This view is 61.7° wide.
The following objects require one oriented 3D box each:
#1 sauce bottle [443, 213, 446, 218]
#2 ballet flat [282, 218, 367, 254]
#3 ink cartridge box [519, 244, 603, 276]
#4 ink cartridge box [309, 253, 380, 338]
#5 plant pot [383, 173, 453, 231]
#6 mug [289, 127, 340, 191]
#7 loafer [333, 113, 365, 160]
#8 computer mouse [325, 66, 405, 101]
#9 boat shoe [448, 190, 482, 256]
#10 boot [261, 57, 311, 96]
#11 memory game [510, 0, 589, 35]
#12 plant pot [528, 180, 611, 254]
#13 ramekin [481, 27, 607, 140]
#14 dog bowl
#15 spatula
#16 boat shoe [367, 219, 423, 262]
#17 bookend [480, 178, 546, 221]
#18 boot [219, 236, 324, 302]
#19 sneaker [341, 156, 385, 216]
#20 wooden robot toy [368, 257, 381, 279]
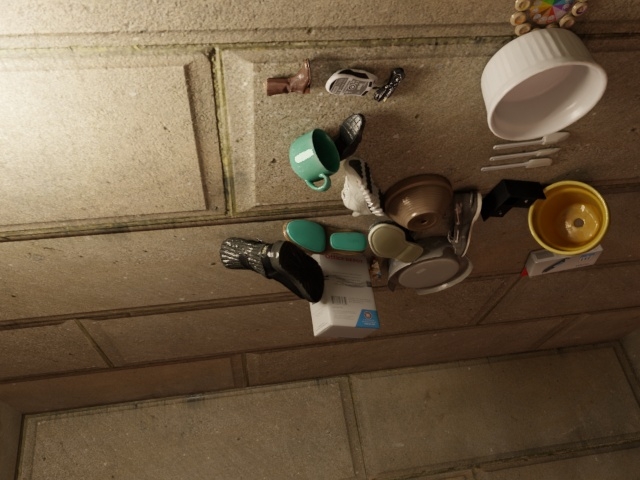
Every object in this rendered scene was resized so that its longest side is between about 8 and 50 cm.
[{"bbox_3d":[0.383,-0.075,1.906,0.128,0.042,0.042,-12,150,8],"label":"sauce bottle"},{"bbox_3d":[0.000,0.000,1.876,0.342,0.116,0.124,5,166,-32],"label":"ballet flat"},{"bbox_3d":[1.073,0.106,2.409,0.296,0.066,0.261,-11,149,2],"label":"ink cartridge box"},{"bbox_3d":[0.077,0.203,2.026,0.223,0.307,0.129,9,147,-30],"label":"ink cartridge box"},{"bbox_3d":[0.329,-0.106,1.769,0.237,0.109,0.237,-7,149,-4],"label":"plant pot"},{"bbox_3d":[-0.025,-0.212,1.428,0.097,0.157,0.129,-22,125,31],"label":"mug"},{"bbox_3d":[0.085,-0.283,1.451,0.061,0.062,0.170,-19,161,-31],"label":"loafer"},{"bbox_3d":[0.100,-0.383,1.290,0.193,0.042,0.106,-1,154,-27],"label":"computer mouse"},{"bbox_3d":[0.497,-0.060,1.918,0.096,0.112,0.335,6,145,6],"label":"boat shoe"},{"bbox_3d":[-0.080,-0.379,1.250,0.114,0.037,0.106,-2,147,-5],"label":"boot"},{"bbox_3d":[0.520,-0.524,1.201,0.186,0.012,0.186,-8,151,-5],"label":"memory game"},{"bbox_3d":[0.893,-0.071,1.893,0.254,0.254,0.239,-29,161,30],"label":"plant pot"},{"bbox_3d":[0.532,-0.382,1.315,0.277,0.135,0.277,-8,153,-4],"label":"ramekin"},{"bbox_3d":[0.430,0.105,2.171,0.349,0.102,0.348,-8,150,-5],"label":"dog bowl"},{"bbox_3d":[0.634,-0.273,1.672,0.242,0.019,0.168,-6,156,-5],"label":"spatula"},{"bbox_3d":[0.249,-0.016,1.900,0.127,0.113,0.340,-46,144,20],"label":"boat shoe"},{"bbox_3d":[0.660,-0.134,1.859,0.156,0.072,0.157,2,149,-21],"label":"bookend"},{"bbox_3d":[-0.158,0.096,1.849,0.260,0.131,0.348,0,146,32],"label":"boot"},{"bbox_3d":[0.113,-0.150,1.641,0.118,0.110,0.292,-10,151,17],"label":"sneaker"},{"bbox_3d":[0.197,0.118,2.143,0.079,0.076,0.173,-13,165,2],"label":"wooden robot toy"}]
